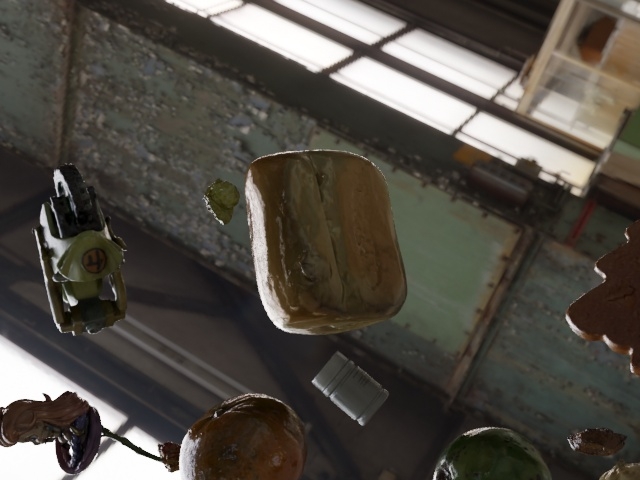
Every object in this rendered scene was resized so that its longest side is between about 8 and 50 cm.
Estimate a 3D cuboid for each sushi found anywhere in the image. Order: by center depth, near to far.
[{"bbox_3d":[0.484,0.349,1.479,0.050,0.099,0.047,77,-158,-47],"label":"sushi"}]

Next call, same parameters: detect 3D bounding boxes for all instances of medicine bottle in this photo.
[{"bbox_3d":[0.040,0.198,1.137,0.058,0.091,0.058,-50,-6,-7],"label":"medicine bottle"}]

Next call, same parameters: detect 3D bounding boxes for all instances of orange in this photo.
[{"bbox_3d":[-0.134,0.362,1.442,0.240,0.240,0.171,-44,-65,-48],"label":"orange"}]

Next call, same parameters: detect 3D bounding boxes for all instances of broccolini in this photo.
[{"bbox_3d":[-0.442,0.440,1.879,0.042,0.218,0.044,-59,-15,-53],"label":"broccolini"}]

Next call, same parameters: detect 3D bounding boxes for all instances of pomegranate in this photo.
[{"bbox_3d":[0.274,0.369,1.218,0.182,0.224,0.181,-58,16,27],"label":"pomegranate"}]

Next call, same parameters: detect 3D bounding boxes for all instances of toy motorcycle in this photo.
[{"bbox_3d":[-0.487,0.035,1.734,0.168,0.237,0.410,-13,-29,-21],"label":"toy motorcycle"}]

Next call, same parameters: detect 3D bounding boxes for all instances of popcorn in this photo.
[{"bbox_3d":[-0.170,-0.067,1.449,0.068,0.059,0.083,-45,35,48],"label":"popcorn"}]

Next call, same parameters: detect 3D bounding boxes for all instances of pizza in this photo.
[{"bbox_3d":[-0.297,0.448,1.755,0.099,0.100,0.029,-90,5,-73],"label":"pizza"}]

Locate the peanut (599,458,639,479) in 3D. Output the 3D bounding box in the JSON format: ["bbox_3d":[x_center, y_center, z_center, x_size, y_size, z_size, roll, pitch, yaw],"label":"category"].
[{"bbox_3d":[0.637,0.491,1.596,0.129,0.224,0.129,-29,-52,-45],"label":"peanut"}]

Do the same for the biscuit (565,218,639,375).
[{"bbox_3d":[0.536,0.067,1.284,0.306,0.283,0.043,-68,-29,-20],"label":"biscuit"}]

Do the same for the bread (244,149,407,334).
[{"bbox_3d":[0.000,0.000,1.718,0.347,0.376,0.253,0,-16,-44],"label":"bread"}]

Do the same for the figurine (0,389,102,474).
[{"bbox_3d":[-0.401,0.271,1.254,0.126,0.157,0.114,-35,32,56],"label":"figurine"}]
